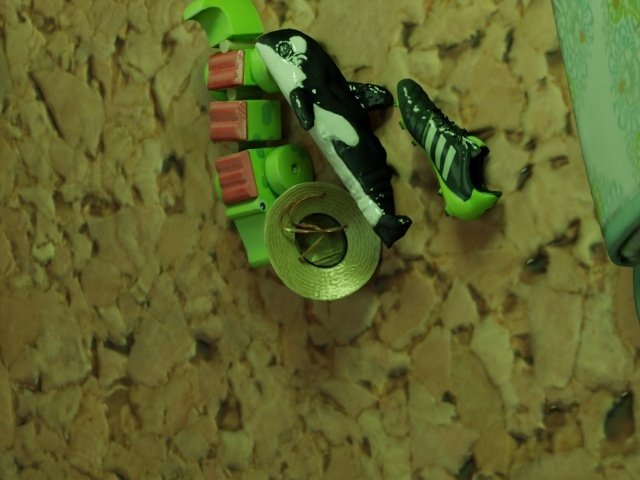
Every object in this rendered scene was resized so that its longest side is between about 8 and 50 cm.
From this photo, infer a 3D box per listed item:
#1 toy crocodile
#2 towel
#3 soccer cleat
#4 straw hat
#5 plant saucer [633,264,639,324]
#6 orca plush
[{"bbox_3d":[-0.089,-0.136,2.157,0.115,0.105,0.341,-6,92,43],"label":"toy crocodile"},{"bbox_3d":[0.316,-0.175,1.655,0.374,0.090,0.321,115,149,-70],"label":"towel"},{"bbox_3d":[0.144,-0.108,1.982,0.072,0.060,0.179,-32,80,31],"label":"soccer cleat"},{"bbox_3d":[0.000,0.000,2.118,0.061,0.144,0.145,165,96,-84],"label":"straw hat"},{"bbox_3d":[0.432,0.047,1.738,0.317,0.043,0.318,7,100,43],"label":"plant saucer"},{"bbox_3d":[0.040,-0.137,2.042,0.102,0.151,0.287,-33,67,8],"label":"orca plush"}]
